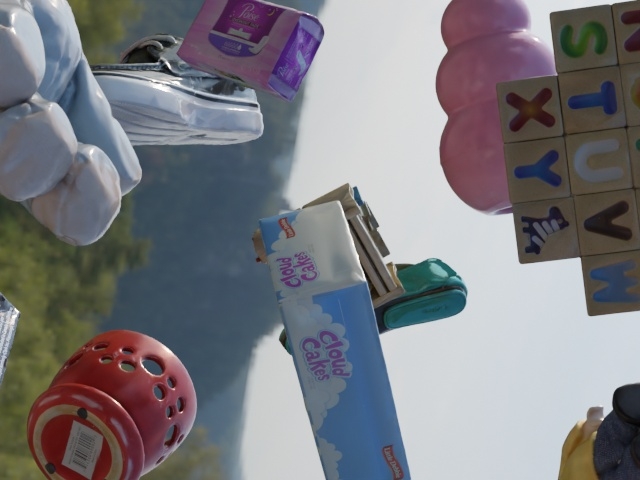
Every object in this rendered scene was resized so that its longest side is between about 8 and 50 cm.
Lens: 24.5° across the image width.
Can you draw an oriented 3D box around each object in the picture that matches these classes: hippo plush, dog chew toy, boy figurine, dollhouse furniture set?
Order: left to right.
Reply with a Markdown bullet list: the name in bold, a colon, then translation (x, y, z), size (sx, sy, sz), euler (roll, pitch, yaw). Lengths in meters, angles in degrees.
- **hippo plush**: translation (-0.311, -0.107, 1.197), size (0.234, 0.236, 0.294), euler (-16, 86, -79)
- **dollhouse furniture set**: translation (0.000, 0.000, 1.724), size (0.129, 0.129, 0.184), euler (60, 6, -27)
- **dog chew toy**: translation (0.256, -0.207, 2.084), size (0.206, 0.206, 0.332), euler (128, -47, -80)
- **boy figurine**: translation (0.306, 0.270, 1.547), size (0.285, 0.092, 0.177), euler (105, -25, -50)

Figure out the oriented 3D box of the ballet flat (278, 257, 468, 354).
- **ballet flat**: translation (0.059, 0.080, 1.834), size (0.087, 0.247, 0.083), euler (-116, -165, -46)

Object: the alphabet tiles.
- **alphabet tiles**: translation (0.341, -0.083, 1.341), size (0.011, 0.342, 0.285), euler (-14, 97, -82)

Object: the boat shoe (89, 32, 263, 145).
- **boat shoe**: translation (-0.188, -0.176, 1.687), size (0.335, 0.121, 0.119), euler (2, 75, -62)

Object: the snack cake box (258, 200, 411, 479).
- **snack cake box**: translation (0.016, 0.113, 1.477), size (0.152, 0.089, 0.264), euler (-104, 180, -57)

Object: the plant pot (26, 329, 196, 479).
- **plant pot**: translation (-0.285, 0.236, 1.951), size (0.174, 0.191, 0.191), euler (-42, 148, -59)

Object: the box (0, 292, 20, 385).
- **box**: translation (-0.330, 0.097, 0.881), size (0.142, 0.247, 0.163), euler (52, 20, -28)

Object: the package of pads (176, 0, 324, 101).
- **package of pads**: translation (-0.041, -0.117, 0.867), size (0.032, 0.083, 0.050), euler (32, 82, -51)
